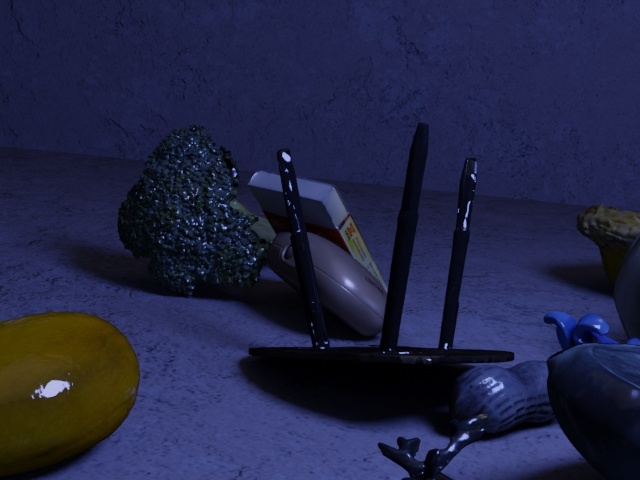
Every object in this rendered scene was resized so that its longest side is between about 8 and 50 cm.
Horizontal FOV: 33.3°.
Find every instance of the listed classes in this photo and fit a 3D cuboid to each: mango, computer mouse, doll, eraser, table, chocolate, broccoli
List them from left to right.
[{"bbox_3d":[-0.274,0.139,0.924,0.176,0.119,0.316,15,23,34],"label":"mango"},{"bbox_3d":[-0.165,-0.040,1.689,0.252,0.221,0.361,34,6,3],"label":"broccoli"},{"bbox_3d":[0.000,0.000,1.582,0.157,0.230,0.038,15,55,42],"label":"eraser"},{"bbox_3d":[0.015,0.053,1.482,0.145,0.082,0.236,40,-5,-28],"label":"computer mouse"},{"bbox_3d":[0.062,0.012,1.237,0.317,0.249,0.317,1,-4,0],"label":"table"},{"bbox_3d":[0.199,0.163,1.126,0.167,0.072,0.072,0,11,-39],"label":"chocolate"},{"bbox_3d":[0.319,0.144,1.129,0.206,0.110,0.067,45,51,14],"label":"doll"},{"bbox_3d":[0.348,0.179,0.962,0.373,0.114,0.203,11,16,-30],"label":"computer mouse"}]

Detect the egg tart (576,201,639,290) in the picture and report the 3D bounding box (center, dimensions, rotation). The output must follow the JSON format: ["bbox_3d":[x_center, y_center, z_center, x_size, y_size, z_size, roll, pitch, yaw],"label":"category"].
[{"bbox_3d":[0.626,0.028,1.842,0.387,0.169,0.388,6,6,-1],"label":"egg tart"}]

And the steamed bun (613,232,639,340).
[{"bbox_3d":[0.558,0.018,1.347,0.367,0.255,0.342,-1,-23,-19],"label":"steamed bun"}]

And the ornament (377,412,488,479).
[{"bbox_3d":[0.136,0.197,0.819,0.202,0.080,0.236,-4,6,1],"label":"ornament"}]
